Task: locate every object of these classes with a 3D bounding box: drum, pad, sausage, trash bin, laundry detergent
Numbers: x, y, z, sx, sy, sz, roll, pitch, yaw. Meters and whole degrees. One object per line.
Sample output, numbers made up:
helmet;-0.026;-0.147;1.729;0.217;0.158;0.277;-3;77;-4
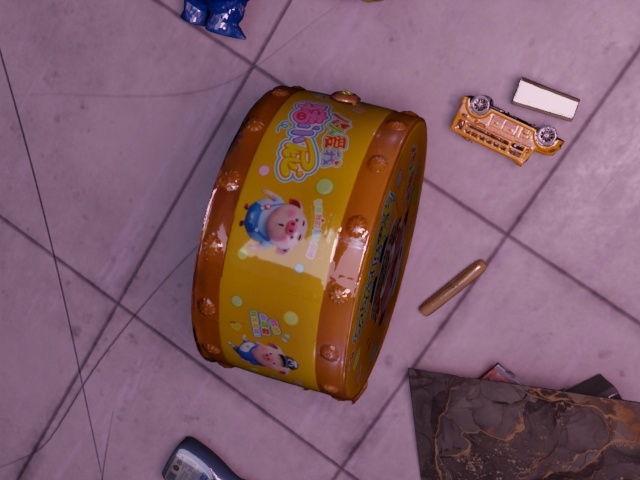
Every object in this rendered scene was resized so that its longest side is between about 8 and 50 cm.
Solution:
drum;0.000;0.000;1.154;0.214;0.431;0.431;15;102;13
pad;0.309;0.328;1.250;0.367;0.007;0.248;4;111;33
sausage;0.213;0.076;1.309;0.132;0.024;0.024;-41;87;18
trash bin;0.334;-0.207;1.212;0.092;0.061;0.043;22;103;9
laundry detergent;-0.181;0.444;1.456;0.206;0.061;0.097;35;104;7

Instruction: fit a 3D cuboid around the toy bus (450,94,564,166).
toy bus;0.282;-0.163;1.229;0.162;0.069;0.074;28;105;11

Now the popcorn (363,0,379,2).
popcorn;0.037;-0.475;1.197;0.225;0.173;0.286;-39;87;25

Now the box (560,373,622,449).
box;0.421;0.255;1.235;0.069;0.122;0.084;-33;91;6

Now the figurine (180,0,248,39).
figurine;-0.149;-0.452;1.276;0.164;0.120;0.262;8;99;18

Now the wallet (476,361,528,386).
wallet;0.328;0.282;1.291;0.196;0.020;0.103;41;135;5

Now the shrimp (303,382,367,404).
shrimp;0.028;0.247;1.388;0.114;0.023;0.083;-31;92;14
